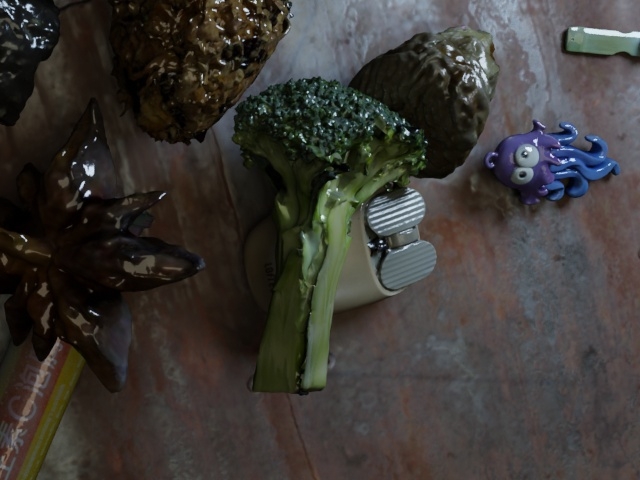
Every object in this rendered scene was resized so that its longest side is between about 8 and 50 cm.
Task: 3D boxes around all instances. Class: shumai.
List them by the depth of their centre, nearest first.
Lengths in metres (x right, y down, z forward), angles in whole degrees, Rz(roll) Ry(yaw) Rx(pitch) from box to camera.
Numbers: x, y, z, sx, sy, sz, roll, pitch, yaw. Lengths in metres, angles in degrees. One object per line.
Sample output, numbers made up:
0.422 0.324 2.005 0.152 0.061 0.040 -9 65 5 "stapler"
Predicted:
0.138 -0.184 1.892 0.166 0.206 0.175 47 49 -12 "shumai"

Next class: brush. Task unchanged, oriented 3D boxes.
0.399 -0.251 2.005 0.179 0.030 0.033 2 108 -16 "brush"

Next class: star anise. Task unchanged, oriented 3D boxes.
-0.297 0.008 1.721 0.292 0.109 0.349 -33 77 7 "star anise"

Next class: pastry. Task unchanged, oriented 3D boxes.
-0.148 -0.240 1.751 0.193 0.275 0.275 38 87 -1 "pastry"

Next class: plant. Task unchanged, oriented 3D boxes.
-0.409 -0.236 1.707 0.234 0.204 0.178 29 94 -25 "plant"

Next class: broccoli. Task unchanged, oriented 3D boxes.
-0.002 -0.005 1.793 0.221 0.252 0.361 9 114 2 "broccoli"

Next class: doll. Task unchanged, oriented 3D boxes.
0.295 -0.099 1.982 0.206 0.067 0.110 -1 108 -26 "doll"

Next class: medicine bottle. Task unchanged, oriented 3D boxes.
-0.322 0.148 1.829 0.108 0.108 0.426 21 93 -17 "medicine bottle"

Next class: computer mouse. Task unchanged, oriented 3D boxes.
0.024 0.015 1.915 0.237 0.082 0.145 -14 101 -12 "computer mouse"
